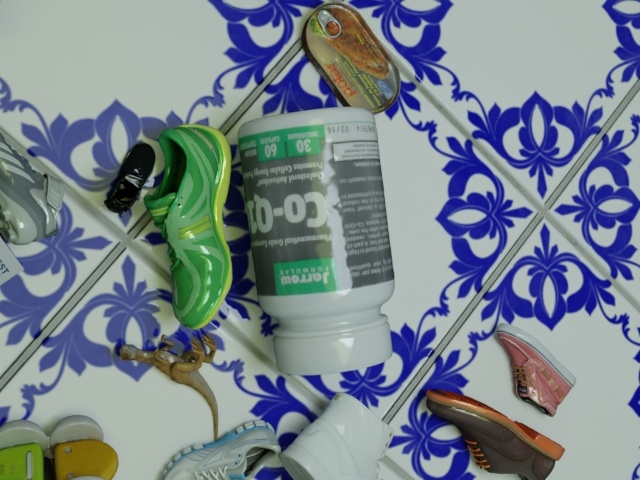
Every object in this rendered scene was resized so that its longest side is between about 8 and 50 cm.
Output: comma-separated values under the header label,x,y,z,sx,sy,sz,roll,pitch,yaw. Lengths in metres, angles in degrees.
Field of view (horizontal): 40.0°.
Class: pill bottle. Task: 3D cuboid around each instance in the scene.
label,x,y,z,sx,sy,sz,roll,pitch,yaw
pill bottle,0.000,0.000,1.276,0.204,0.204,0.361,-8,92,-19

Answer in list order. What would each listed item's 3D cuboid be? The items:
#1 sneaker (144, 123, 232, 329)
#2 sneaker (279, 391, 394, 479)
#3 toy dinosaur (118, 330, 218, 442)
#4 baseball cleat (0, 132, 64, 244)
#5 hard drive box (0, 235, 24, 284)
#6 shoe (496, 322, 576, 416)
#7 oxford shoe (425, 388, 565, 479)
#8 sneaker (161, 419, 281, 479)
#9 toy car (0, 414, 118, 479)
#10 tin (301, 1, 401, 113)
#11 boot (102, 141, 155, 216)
label,x,y,z,sx,sy,sz,roll,pitch,yaw
sneaker,-0.197,-0.021,1.251,0.123,0.109,0.295,6,79,-43
sneaker,0.075,0.368,1.349,0.169,0.108,0.292,-47,120,-30
toy dinosaur,-0.196,0.193,1.295,0.211,0.064,0.112,39,110,-19
baseball cleat,-0.424,-0.094,1.214,0.109,0.072,0.206,-21,90,-43
hard drive box,-0.532,0.025,1.115,0.232,0.089,0.181,-38,134,-15
shoe,0.347,0.218,1.466,0.178,0.063,0.081,41,73,-19
oxford shoe,0.274,0.324,1.427,0.271,0.097,0.098,29,86,-16
sneaker,-0.143,0.331,1.285,0.190,0.083,0.071,-28,113,-15
toy car,-0.369,0.333,1.196,0.182,0.159,0.136,-1,126,-19
tin,0.047,-0.282,1.384,0.106,0.040,0.190,-40,102,-19
boot,-0.266,-0.089,1.242,0.045,0.099,0.121,30,79,-14
